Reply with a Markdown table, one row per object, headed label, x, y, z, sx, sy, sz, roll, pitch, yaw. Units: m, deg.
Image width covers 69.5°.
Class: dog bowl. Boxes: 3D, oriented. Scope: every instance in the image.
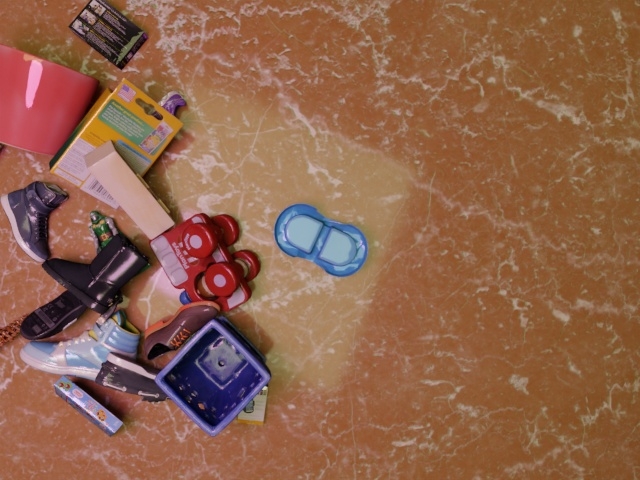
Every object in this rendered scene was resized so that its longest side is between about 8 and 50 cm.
| label | x | y | z | sx | sy | sz | roll | pitch | yaw |
| --- | --- | --- | --- | --- | --- | --- | --- | --- | --- |
| dog bowl | 0.000 | 0.000 | 1.423 | 0.297 | 0.074 | 0.166 | 25 | 88 | -4 |

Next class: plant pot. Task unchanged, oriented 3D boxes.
| label | x | y | z | sx | sy | sz | roll | pitch | yaw |
| --- | --- | --- | --- | --- | --- | --- | --- | --- | --- |
| plant pot | -0.787 | -0.378 | 1.277 | 0.274 | 0.275 | 0.243 | 18 | 99 | -5 |
| plant pot | -0.296 | 0.369 | 1.333 | 0.236 | 0.212 | 0.236 | -45 | 94 | -3 |

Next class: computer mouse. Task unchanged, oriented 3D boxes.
| label | x | y | z | sx | sy | sz | roll | pitch | yaw |
| --- | --- | --- | --- | --- | --- | --- | --- | --- | --- |
| computer mouse | -0.693 | 0.212 | 1.317 | 0.184 | 0.060 | 0.262 | 28 | 54 | 20 |

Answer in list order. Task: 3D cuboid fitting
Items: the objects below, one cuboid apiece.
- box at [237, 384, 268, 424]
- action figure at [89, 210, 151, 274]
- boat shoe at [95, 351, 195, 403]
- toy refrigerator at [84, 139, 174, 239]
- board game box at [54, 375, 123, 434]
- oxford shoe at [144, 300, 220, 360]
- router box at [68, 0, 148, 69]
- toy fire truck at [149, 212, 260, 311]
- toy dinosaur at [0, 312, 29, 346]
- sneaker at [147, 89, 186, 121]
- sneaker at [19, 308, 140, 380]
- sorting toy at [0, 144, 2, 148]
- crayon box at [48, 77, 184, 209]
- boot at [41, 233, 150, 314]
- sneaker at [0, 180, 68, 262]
| label | x | y | z | sx | sy | sz | roll | pitch | yaw |
| --- | --- | --- | --- | --- | --- | --- | --- | --- | --- |
| box | -0.209 | 0.499 | 1.435 | 0.081 | 0.028 | 0.136 | 8 | 87 | -5 |
| action figure | -0.627 | 0.014 | 1.381 | 0.137 | 0.063 | 0.232 | -30 | 89 | -1 |
| boat shoe | -0.493 | 0.417 | 1.328 | 0.302 | 0.114 | 0.091 | 35 | 74 | -28 |
| toy refrigerator | -0.526 | -0.140 | 1.292 | 0.094 | 0.102 | 0.270 | -35 | 130 | -9 |
| board game box | -0.672 | 0.484 | 1.335 | 0.211 | 0.160 | 0.039 | 42 | 53 | -4 |
| oxford shoe | -0.400 | 0.265 | 1.341 | 0.271 | 0.098 | 0.097 | -31 | 131 | 18 |
| router box | -0.632 | -0.622 | 1.379 | 0.179 | 0.046 | 0.133 | 39 | 87 | -4 |
| toy fire truck | -0.346 | 0.076 | 1.369 | 0.253 | 0.169 | 0.302 | -27 | 94 | 22 |
| toy dinosaur | -1.003 | 0.269 | 1.332 | 0.322 | 0.164 | 0.218 | -25 | 108 | -22 |
| sneaker | -0.474 | -0.373 | 1.387 | 0.170 | 0.068 | 0.071 | -46 | 105 | -1 |
| sneaker | -0.682 | 0.286 | 1.348 | 0.319 | 0.127 | 0.208 | 16 | 91 | -14 |
| sorting toy | -1.025 | -0.251 | 1.350 | 0.132 | 0.046 | 0.275 | 34 | 87 | -4 |
| crayon box | -0.572 | -0.274 | 1.304 | 0.323 | 0.083 | 0.203 | -49 | 131 | 4 |
| boot | -0.631 | 0.063 | 1.308 | 0.246 | 0.094 | 0.207 | 32 | 75 | 16 |
| sneaker | -0.809 | -0.063 | 1.350 | 0.163 | 0.086 | 0.226 | -25 | 91 | -1 |
